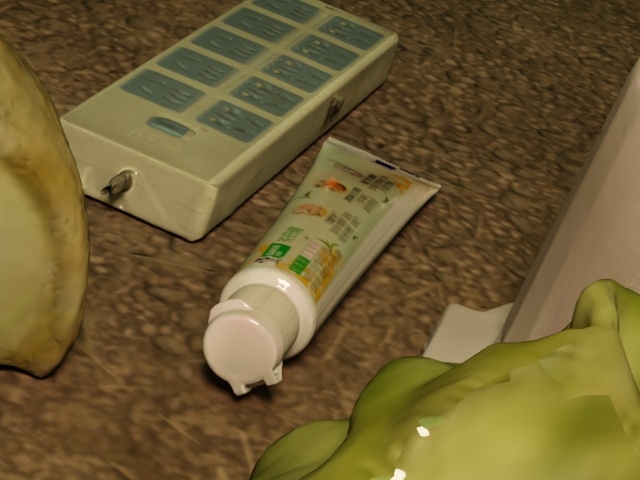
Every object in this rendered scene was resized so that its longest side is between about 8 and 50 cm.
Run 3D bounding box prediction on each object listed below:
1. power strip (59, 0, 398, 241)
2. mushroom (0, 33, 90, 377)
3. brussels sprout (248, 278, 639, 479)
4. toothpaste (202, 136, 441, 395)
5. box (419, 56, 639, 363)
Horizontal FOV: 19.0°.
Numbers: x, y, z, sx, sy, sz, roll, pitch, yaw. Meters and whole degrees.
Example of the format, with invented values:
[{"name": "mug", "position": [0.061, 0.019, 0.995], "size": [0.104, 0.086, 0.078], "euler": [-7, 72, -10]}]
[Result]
[{"name": "power strip", "position": [-0.053, -0.088, 1.207], "size": [0.106, 0.043, 0.367], "euler": [23, 27, 12]}, {"name": "mushroom", "position": [-0.258, -0.072, 0.900], "size": [0.292, 0.212, 0.217], "euler": [1, 38, -17]}, {"name": "brussels sprout", "position": [0.128, 0.224, 0.422], "size": [0.425, 0.342, 0.361], "euler": [39, 6, 30]}, {"name": "toothpaste", "position": [0.000, 0.000, 1.065], "size": [0.056, 0.058, 0.314], "euler": [-22, 11, 22]}, {"name": "box", "position": [0.190, 0.016, 0.971], "size": [0.291, 0.206, 0.262], "euler": [3, 29, -31]}]
